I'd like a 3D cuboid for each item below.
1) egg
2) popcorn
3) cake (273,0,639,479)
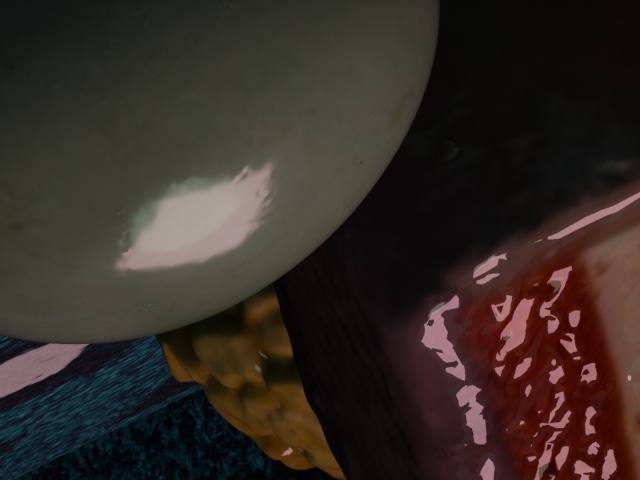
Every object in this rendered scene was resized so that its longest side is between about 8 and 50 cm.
[{"bbox_3d":[-0.054,-0.050,0.579,0.192,0.149,0.149,-27,174,-4],"label":"egg"},{"bbox_3d":[0.056,0.013,1.169,0.332,0.225,0.265,-27,176,27],"label":"popcorn"},{"bbox_3d":[0.103,0.011,0.888,0.237,0.230,0.309,-29,138,-11],"label":"cake"}]
